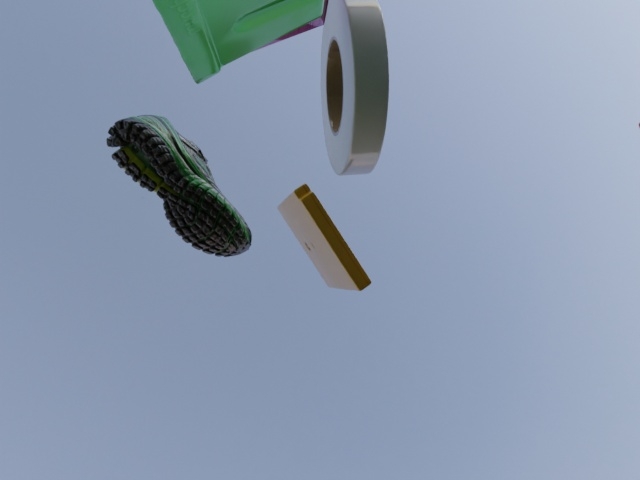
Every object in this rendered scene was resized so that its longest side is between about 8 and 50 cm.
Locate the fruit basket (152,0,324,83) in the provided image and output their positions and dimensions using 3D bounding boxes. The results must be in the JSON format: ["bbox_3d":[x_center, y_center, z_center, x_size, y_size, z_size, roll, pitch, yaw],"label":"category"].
[{"bbox_3d":[-0.185,-0.320,0.429,0.391,0.392,0.283,-12,-93,-18],"label":"fruit basket"}]

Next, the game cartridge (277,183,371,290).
[{"bbox_3d":[0.000,0.000,1.316,0.052,0.323,0.285,-34,-85,-13],"label":"game cartridge"}]

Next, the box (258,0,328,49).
[{"bbox_3d":[-0.139,-0.475,0.921,0.242,0.117,0.214,-24,-97,-9],"label":"box"}]

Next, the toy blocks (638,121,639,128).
[{"bbox_3d":[0.542,-0.215,0.785,0.123,0.148,0.054,-40,-113,-15],"label":"toy blocks"}]

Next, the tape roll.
[{"bbox_3d":[0.063,-0.337,1.108,0.071,0.392,0.393,-5,-84,-9],"label":"tape roll"}]

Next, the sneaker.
[{"bbox_3d":[-0.250,-0.116,1.009,0.134,0.146,0.344,-31,-77,32],"label":"sneaker"}]
